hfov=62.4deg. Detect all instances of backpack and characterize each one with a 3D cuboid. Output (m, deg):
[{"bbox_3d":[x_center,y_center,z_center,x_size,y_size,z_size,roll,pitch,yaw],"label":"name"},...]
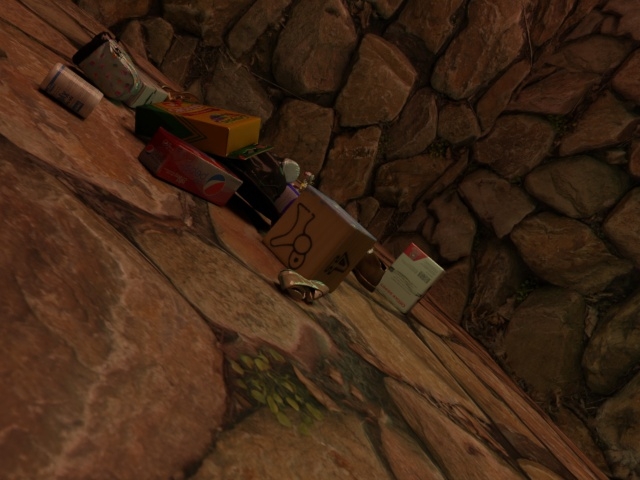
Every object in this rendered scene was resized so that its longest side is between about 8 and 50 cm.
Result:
[{"bbox_3d":[-0.606,-0.486,1.523,0.182,0.152,0.115,51,10,-17],"label":"backpack"}]

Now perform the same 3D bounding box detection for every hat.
[{"bbox_3d":[-0.190,-0.198,1.552,0.331,0.134,0.331,43,-9,9],"label":"hat"}]

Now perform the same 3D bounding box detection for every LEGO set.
[{"bbox_3d":[-0.131,-0.238,2.519,0.107,0.132,0.287,25,29,10],"label":"LEGO set"}]

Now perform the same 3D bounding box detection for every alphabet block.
[{"bbox_3d":[0.000,0.000,1.416,0.192,0.197,0.193,45,9,27],"label":"alphabet block"}]

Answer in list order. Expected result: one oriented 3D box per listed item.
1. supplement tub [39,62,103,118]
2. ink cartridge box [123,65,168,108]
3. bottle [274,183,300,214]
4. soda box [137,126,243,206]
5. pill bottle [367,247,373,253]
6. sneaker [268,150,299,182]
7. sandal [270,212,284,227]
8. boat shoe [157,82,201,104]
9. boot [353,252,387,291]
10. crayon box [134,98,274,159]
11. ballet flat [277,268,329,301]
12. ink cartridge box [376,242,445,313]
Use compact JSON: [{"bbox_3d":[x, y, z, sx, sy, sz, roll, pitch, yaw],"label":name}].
[{"bbox_3d":[-0.529,-0.319,1.126,0.107,0.071,0.071,36,9,-28],"label":"supplement tub"},{"bbox_3d":[-0.609,-0.502,1.701,0.160,0.092,0.219,40,8,-4],"label":"ink cartridge box"},{"bbox_3d":[-0.093,-0.102,1.839,0.092,0.118,0.283,39,6,-41],"label":"bottle"},{"bbox_3d":[-0.307,-0.171,1.283,0.083,0.092,0.263,43,8,27],"label":"soda box"},{"bbox_3d":[0.131,0.019,2.304,0.184,0.103,0.103,41,8,3],"label":"pill bottle"},{"bbox_3d":[-0.212,-0.272,1.858,0.269,0.101,0.153,12,9,-45],"label":"sneaker"},{"bbox_3d":[-0.052,-0.008,1.617,0.240,0.088,0.079,40,12,36],"label":"sandal"},{"bbox_3d":[-0.573,-0.550,2.169,0.104,0.110,0.307,46,18,10],"label":"boat shoe"},{"bbox_3d":[0.181,0.092,2.100,0.112,0.115,0.305,35,8,-24],"label":"boot"},{"bbox_3d":[-0.300,-0.301,1.412,0.319,0.081,0.202,16,23,12],"label":"crayon box"},{"bbox_3d":[-0.038,0.113,1.186,0.168,0.057,0.052,27,43,-47],"label":"ballet flat"},{"bbox_3d":[0.361,0.157,2.143,0.172,0.237,0.100,43,5,20],"label":"ink cartridge box"}]
